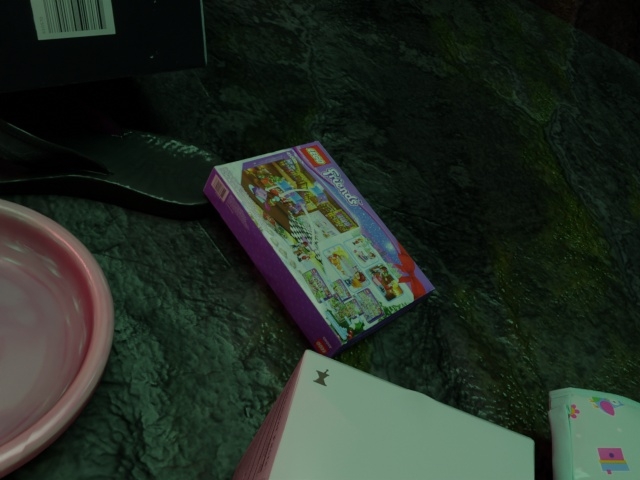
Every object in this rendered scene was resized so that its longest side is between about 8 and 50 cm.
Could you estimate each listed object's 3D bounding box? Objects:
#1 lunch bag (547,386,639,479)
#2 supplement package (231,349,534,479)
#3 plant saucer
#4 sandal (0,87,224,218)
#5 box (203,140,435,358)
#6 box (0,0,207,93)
[{"bbox_3d":[0.370,0.312,0.672,0.262,0.160,0.223,27,46,-8],"label":"lunch bag"},{"bbox_3d":[0.016,0.265,0.479,0.199,0.262,0.198,23,45,-3],"label":"supplement package"},{"bbox_3d":[-0.379,0.097,0.578,0.332,0.084,0.332,13,46,-14],"label":"plant saucer"},{"bbox_3d":[-0.343,-0.140,0.784,0.446,0.107,0.167,8,49,-19],"label":"sandal"},{"bbox_3d":[0.000,0.000,0.821,0.201,0.057,0.293,-22,69,-41],"label":"box"},{"bbox_3d":[-0.384,-0.321,0.793,0.343,0.178,0.313,-21,33,-36],"label":"box"}]
